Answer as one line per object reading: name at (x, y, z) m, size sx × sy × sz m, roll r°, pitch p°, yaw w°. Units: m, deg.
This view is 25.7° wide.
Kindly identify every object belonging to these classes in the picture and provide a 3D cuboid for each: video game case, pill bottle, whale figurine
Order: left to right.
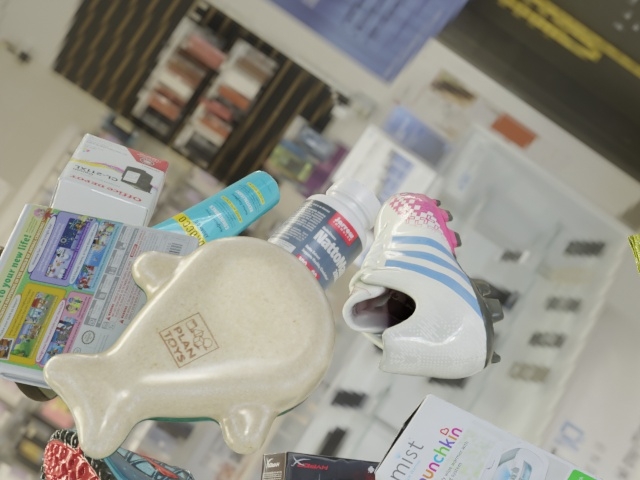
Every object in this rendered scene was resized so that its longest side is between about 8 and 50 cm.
video game case at (-0.244, 0.062, 1.432) m, size 0.023 × 0.193 × 0.212 m, roll 94°, pitch -171°, yaw -50°
whale figurine at (-0.120, 0.112, 1.313) m, size 0.272 × 0.216 × 0.141 m, roll -27°, pitch -15°, yaw -23°
pill bottle at (0.000, 0.000, 1.934) m, size 0.180 × 0.108 × 0.108 m, roll -48°, pitch 3°, yaw -22°

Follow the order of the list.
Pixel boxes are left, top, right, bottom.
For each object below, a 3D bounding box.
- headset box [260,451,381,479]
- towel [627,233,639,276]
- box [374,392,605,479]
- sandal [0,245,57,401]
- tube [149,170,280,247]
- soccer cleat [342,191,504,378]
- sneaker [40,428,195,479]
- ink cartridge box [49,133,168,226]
headset box at (0.017, 0.473, 2.096) m, size 0.110 × 0.218 × 0.293 m, roll 154°, pitch 124°, yaw -66°
towel at (0.511, 0.107, 2.149) m, size 0.021 × 0.237 × 0.102 m, roll -14°, pitch -7°, yaw 17°
box at (0.190, 0.329, 1.567) m, size 0.127 × 0.231 × 0.262 m, roll -52°, pitch -28°, yaw -27°
sandal at (-0.397, 0.108, 1.867) m, size 0.090 × 0.219 × 0.060 m, roll -24°, pitch 11°, yaw 18°
tube at (-0.136, -0.022, 1.776) m, size 0.207 × 0.080 × 0.052 m, roll -37°, pitch -5°, yaw -40°
soccer cleat at (0.082, 0.037, 1.487) m, size 0.331 × 0.143 × 0.116 m, roll -117°, pitch 25°, yaw -63°
sneaker at (-0.197, 0.289, 1.544) m, size 0.125 × 0.262 × 0.104 m, roll 7°, pitch -74°, yaw -56°
ink cartridge box at (-0.286, -0.066, 1.907) m, size 0.175 × 0.127 × 0.072 m, roll -83°, pitch 14°, yaw -66°
